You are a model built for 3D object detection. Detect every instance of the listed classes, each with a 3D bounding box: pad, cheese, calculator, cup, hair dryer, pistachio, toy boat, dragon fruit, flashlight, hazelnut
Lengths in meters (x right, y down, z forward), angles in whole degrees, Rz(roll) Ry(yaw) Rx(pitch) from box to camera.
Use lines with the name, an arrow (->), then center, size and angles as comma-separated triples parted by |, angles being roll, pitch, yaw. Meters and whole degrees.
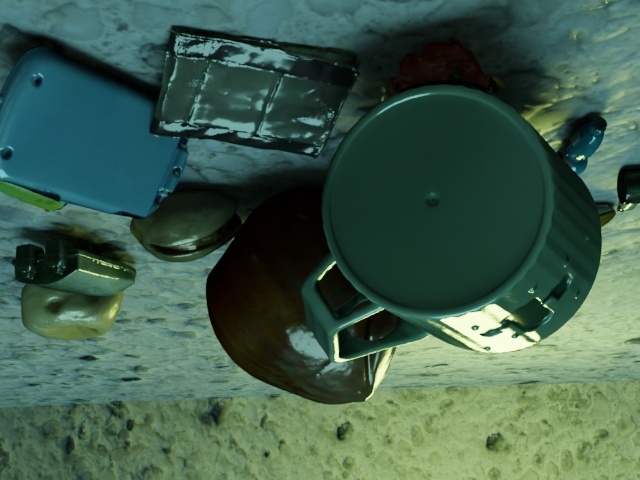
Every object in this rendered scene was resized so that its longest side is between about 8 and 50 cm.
pad -> -0.083, -0.177, 1.067 | 0.232, 0.022, 0.174 | 5, 141, -18
cheese -> -0.530, 0.144, 1.871 | 0.217, 0.117, 0.235 | -15, 161, 29
calculator -> -0.284, -0.123, 1.069 | 0.051, 0.173, 0.293 | 30, -173, 41
cup -> 0.168, 0.021, 1.107 | 0.310, 0.401, 0.392 | 27, -178, 23
hair dryer -> 0.543, -0.077, 1.476 | 0.100, 0.057, 0.198 | -3, 169, 3
pistachio -> -0.222, -0.028, 1.423 | 0.184, 0.125, 0.124 | -9, 162, -6
toy boat -> -0.455, 0.058, 1.679 | 0.141, 0.092, 0.319 | -9, 167, 16
dragon fruit -> 0.143, -0.203, 1.026 | 0.126, 0.068, 0.112 | -6, 170, 42
flashlight -> 0.385, -0.140, 1.268 | 0.051, 0.051, 0.129 | 1, 155, -8
hazelnut -> -0.004, 0.095, 1.472 | 0.358, 0.360, 0.409 | 1, 165, -9

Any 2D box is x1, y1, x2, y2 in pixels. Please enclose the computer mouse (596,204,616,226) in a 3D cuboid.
computer mouse -> 0.441, -0.030, 1.590 | 0.198, 0.045, 0.102 | -3, 163, 4

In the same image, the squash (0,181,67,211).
squash -> -0.431, -0.108, 1.189 | 0.095, 0.095, 0.188 | -15, 157, 31
